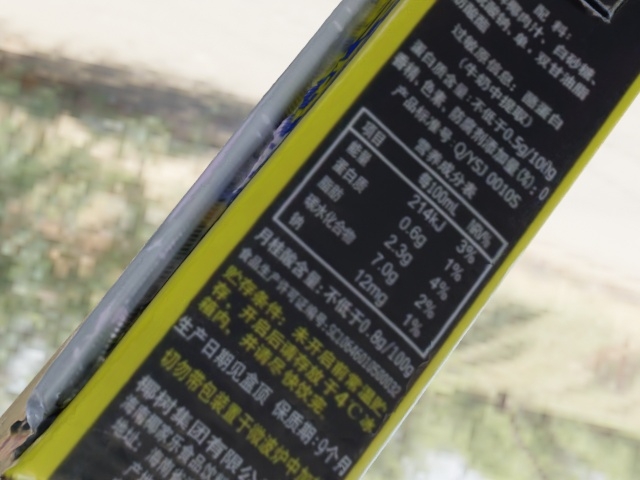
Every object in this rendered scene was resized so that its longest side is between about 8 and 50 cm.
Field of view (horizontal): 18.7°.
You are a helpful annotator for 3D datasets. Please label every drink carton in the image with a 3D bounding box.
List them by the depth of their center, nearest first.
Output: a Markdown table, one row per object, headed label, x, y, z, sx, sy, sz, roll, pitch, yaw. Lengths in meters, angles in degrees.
| label | x | y | z | sx | sy | sz | roll | pitch | yaw |
| --- | --- | --- | --- | --- | --- | --- | --- | --- | --- |
| drink carton | 0.000 | 0.000 | 0.370 | 0.056 | 0.165 | 0.071 | 43 | 155 | -12 |
